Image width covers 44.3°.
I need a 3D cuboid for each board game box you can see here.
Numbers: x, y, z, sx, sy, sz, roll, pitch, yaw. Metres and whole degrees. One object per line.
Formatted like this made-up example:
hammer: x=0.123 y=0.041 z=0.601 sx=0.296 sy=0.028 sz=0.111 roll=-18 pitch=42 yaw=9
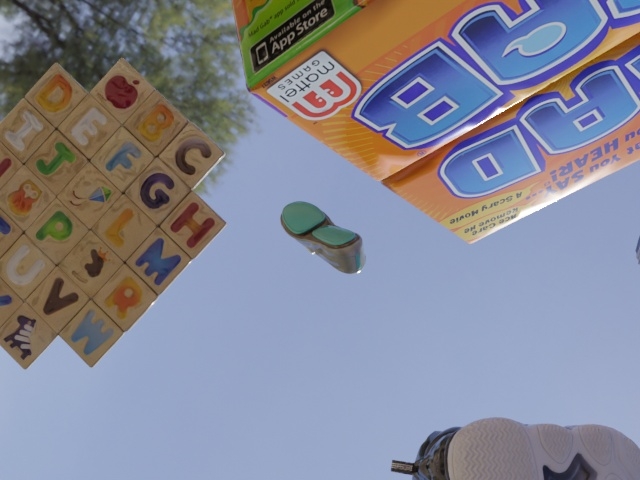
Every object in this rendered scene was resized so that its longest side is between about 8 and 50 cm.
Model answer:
board game box: x=0.156 y=-0.274 z=0.692 sx=0.356 sy=0.356 sz=0.356 roll=-29 pitch=-124 yaw=27

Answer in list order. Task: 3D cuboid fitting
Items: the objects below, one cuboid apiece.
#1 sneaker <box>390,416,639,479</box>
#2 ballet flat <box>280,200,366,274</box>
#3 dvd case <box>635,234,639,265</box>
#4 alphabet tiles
sneaker: x=0.202 y=0.235 z=0.789 sx=0.153 sy=0.268 sz=0.101 roll=-26 pitch=-128 yaw=55
ballet flat: x=0.000 y=0.000 z=1.215 sx=0.072 sy=0.068 sz=0.213 roll=-27 pitch=-151 yaw=-18
dvd case: x=0.226 y=-0.015 z=0.298 sx=0.179 sy=0.239 sz=0.030 roll=25 pitch=-106 yaw=23
alphabet tiles: x=-0.286 y=-0.032 z=0.912 sx=0.342 sy=0.285 sz=0.011 roll=-47 pitch=172 yaw=1
